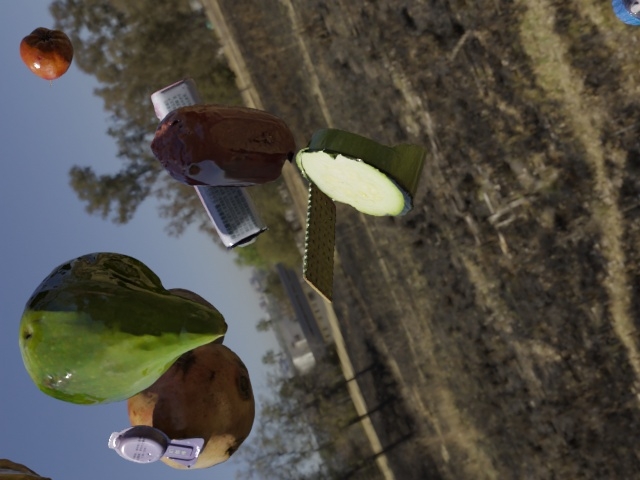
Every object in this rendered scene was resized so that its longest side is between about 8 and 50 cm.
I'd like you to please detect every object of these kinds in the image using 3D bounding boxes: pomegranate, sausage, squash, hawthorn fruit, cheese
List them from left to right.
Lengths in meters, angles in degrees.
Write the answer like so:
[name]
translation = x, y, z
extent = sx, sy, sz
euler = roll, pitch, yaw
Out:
[hawthorn fruit]
translation = -0.646, -0.444, 1.887
extent = 0.140, 0.125, 0.125
euler = 52, -172, -45
[cheese]
translation = -0.346, 0.433, 1.654
extent = 0.042, 0.191, 0.105
euler = -100, 30, -58
[pomegranate]
translation = -0.294, 0.378, 1.834
extent = 0.322, 0.322, 0.322
euler = 157, 90, -87
[sausage]
translation = -0.169, -0.170, 1.427
extent = 0.152, 0.280, 0.152
euler = 3, 94, 48
[squash]
translation = 0.075, -0.140, 1.358
extent = 0.220, 0.220, 0.133
euler = 81, -150, -78

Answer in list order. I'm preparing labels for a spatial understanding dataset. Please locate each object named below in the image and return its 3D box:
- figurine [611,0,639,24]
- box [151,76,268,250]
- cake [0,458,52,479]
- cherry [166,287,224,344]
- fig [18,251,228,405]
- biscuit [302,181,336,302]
[figurine]
translation = 0.407, -0.322, 0.993
extent = 0.136, 0.079, 0.077
euler = 40, -121, -61
[box]
translation = -0.235, -0.158, 1.710
extent = 0.369, 0.112, 0.190
euler = 63, 175, -6
[cake]
translation = -0.591, 0.536, 1.359
extent = 0.321, 0.332, 0.332
euler = -11, 104, 56
[cherry]
translation = -0.360, 0.230, 2.052
extent = 0.183, 0.266, 0.213
euler = -45, 55, 39
[fig]
translation = -0.249, 0.116, 1.026
extent = 0.206, 0.275, 0.206
euler = 1, -92, -63
[biscuit]
translation = 0.000, 0.000, 1.636
extent = 0.139, 0.016, 0.231
euler = 46, -139, -54
